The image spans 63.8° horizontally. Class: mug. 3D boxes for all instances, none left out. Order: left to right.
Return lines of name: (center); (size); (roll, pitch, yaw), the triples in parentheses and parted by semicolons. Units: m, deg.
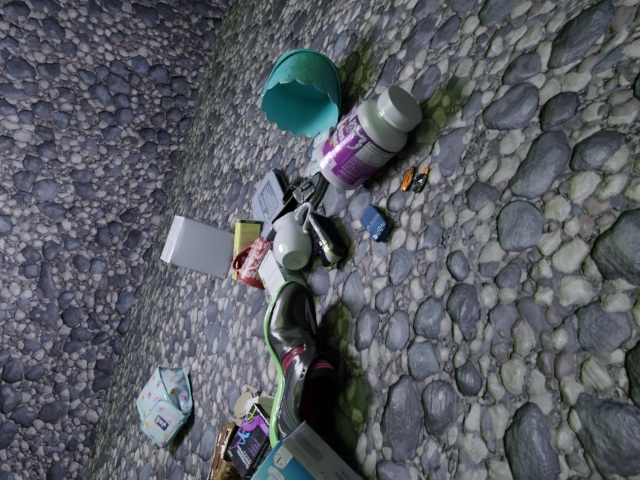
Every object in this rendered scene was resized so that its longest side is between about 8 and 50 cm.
mug: (-0.239, 0.075, 1.869); (0.113, 0.150, 0.169); (169, 124, -85)

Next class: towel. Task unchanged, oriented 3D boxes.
towel: (0.152, -0.047, 1.414); (0.067, 0.029, 0.119); (-57, 33, 20)

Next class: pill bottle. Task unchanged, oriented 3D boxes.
pill bottle: (0.137, -0.287, 1.444); (0.301, 0.169, 0.169); (-40, 41, 40)

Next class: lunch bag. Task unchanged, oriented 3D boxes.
lunch bag: (-0.642, 0.695, 2.143); (0.223, 0.160, 0.262); (-53, 45, 20)

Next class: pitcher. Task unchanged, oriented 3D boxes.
pitcher: (-0.078, -0.018, 1.685); (0.178, 0.125, 0.207); (-47, 32, 26)

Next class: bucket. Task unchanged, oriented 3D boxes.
bucket: (-0.060, -0.522, 1.814); (0.281, 0.281, 0.183); (-30, 44, 48)

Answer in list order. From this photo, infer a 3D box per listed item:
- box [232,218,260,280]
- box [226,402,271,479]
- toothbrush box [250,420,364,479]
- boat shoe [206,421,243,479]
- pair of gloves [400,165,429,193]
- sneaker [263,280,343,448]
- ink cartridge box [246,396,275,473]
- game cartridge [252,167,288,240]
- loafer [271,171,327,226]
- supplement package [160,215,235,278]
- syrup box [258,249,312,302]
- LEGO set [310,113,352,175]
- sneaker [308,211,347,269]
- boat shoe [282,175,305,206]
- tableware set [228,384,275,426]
box: (-0.283, 0.035, 1.959); (0.058, 0.087, 0.232); (-169, 81, -65)
box: (-0.186, 0.541, 1.389); (0.116, 0.029, 0.162); (31, 94, 52)
toothbrush box: (-0.060, 0.610, 1.180); (0.216, 0.126, 0.295); (39, 110, 20)
boat shoe: (-0.286, 0.715, 1.592); (0.104, 0.111, 0.307); (-47, 37, 35)
pair of gloves: (0.247, -0.159, 1.346); (0.083, 0.010, 0.074); (23, 92, 57)
sneaker: (-0.029, 0.333, 1.370); (0.202, 0.185, 0.482); (-28, 59, 38)
ink cartridge box: (-0.151, 0.557, 1.463); (0.067, 0.115, 0.198); (-33, 47, 44)
game cartridge: (-0.191, -0.136, 2.002); (0.198, 0.062, 0.297); (-60, 31, 25)
loafer: (-0.075, -0.130, 1.776); (0.267, 0.084, 0.096); (-55, 33, 24)
supplement package: (-0.521, 0.029, 2.228); (0.145, 0.262, 0.204); (12, 83, 60)
syrup box: (-0.120, 0.137, 1.683); (0.096, 0.093, 0.237); (-60, 32, 17)
LEGO set: (0.046, -0.346, 1.708); (0.244, 0.060, 0.182); (-28, 42, 39)
sneaker: (0.000, 0.000, 1.579); (0.097, 0.084, 0.234); (-58, 32, 22)
boat shoe: (-0.096, -0.180, 1.847); (0.049, 0.040, 0.142); (17, 66, 20)
tableware set: (-0.208, 0.542, 1.639); (0.194, 0.039, 0.128); (1, 58, 53)
